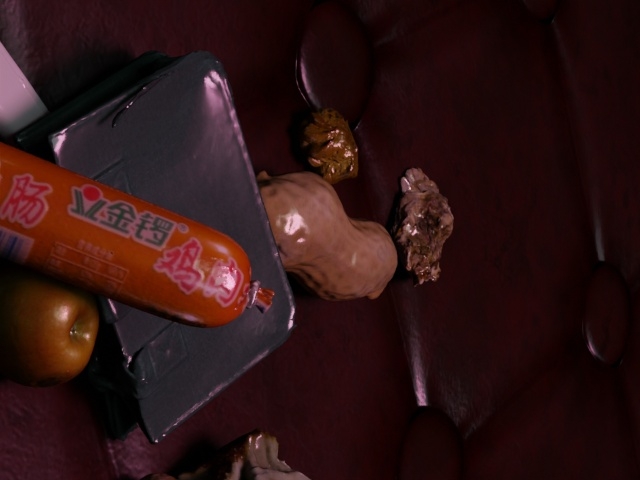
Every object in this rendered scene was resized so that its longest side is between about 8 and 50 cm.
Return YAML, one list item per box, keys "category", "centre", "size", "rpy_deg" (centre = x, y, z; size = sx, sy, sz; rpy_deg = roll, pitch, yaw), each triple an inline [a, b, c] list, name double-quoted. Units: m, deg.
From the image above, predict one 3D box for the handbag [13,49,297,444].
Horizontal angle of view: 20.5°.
- category: "handbag"
  centre: [-0.147, 0.001, 1.650]
  size: [0.238, 0.089, 0.326]
  rpy_deg: [-40, 126, -43]

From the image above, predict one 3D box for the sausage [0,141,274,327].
- category: "sausage"
  centre: [-0.183, -0.001, 1.476]
  size: [0.312, 0.093, 0.093]
  rpy_deg: [22, 65, -11]

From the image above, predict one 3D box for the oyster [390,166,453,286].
- category: "oyster"
  centre: [0.122, -0.003, 2.071]
  size: [0.108, 0.053, 0.166]
  rpy_deg: [62, 35, -45]

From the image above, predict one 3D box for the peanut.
- category: "peanut"
  centre: [0.000, 0.000, 1.859]
  size: [0.263, 0.101, 0.117]
  rpy_deg: [33, 72, -48]

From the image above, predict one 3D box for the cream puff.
- category: "cream puff"
  centre: [0.012, -0.103, 1.918]
  size: [0.083, 0.058, 0.083]
  rpy_deg: [-9, 93, -56]

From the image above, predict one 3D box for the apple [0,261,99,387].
- category: "apple"
  centre: [-0.243, 0.072, 1.521]
  size: [0.099, 0.102, 0.114]
  rpy_deg: [-19, 108, -53]

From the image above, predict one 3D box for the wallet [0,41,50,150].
- category: "wallet"
  centre: [-0.276, -0.127, 1.556]
  size: [0.122, 0.025, 0.061]
  rpy_deg: [57, 40, -34]

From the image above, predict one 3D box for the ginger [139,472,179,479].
- category: "ginger"
  centre: [-0.168, 0.311, 1.628]
  size: [0.104, 0.080, 0.204]
  rpy_deg: [47, 54, -34]

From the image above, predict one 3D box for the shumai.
- category: "shumai"
  centre: [-0.074, 0.278, 1.753]
  size: [0.184, 0.184, 0.142]
  rpy_deg: [48, 19, -41]
